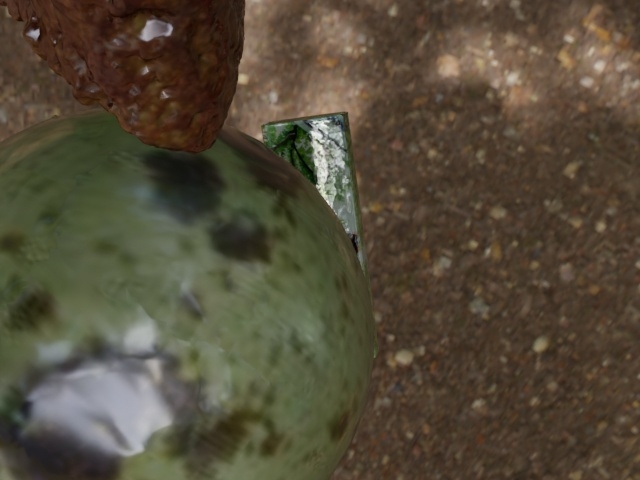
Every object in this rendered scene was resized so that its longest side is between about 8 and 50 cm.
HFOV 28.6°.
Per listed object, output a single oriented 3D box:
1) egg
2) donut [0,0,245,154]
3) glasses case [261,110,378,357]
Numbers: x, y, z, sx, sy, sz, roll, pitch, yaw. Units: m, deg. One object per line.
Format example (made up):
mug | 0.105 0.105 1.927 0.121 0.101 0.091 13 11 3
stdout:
egg | -0.148 0.077 0.937 0.344 0.428 0.345 4 81 -25
donut | -0.098 -0.123 0.431 0.295 0.151 0.112 14 42 -51
glasses case | 0.000 0.000 1.384 0.095 0.062 0.272 -7 98 10
